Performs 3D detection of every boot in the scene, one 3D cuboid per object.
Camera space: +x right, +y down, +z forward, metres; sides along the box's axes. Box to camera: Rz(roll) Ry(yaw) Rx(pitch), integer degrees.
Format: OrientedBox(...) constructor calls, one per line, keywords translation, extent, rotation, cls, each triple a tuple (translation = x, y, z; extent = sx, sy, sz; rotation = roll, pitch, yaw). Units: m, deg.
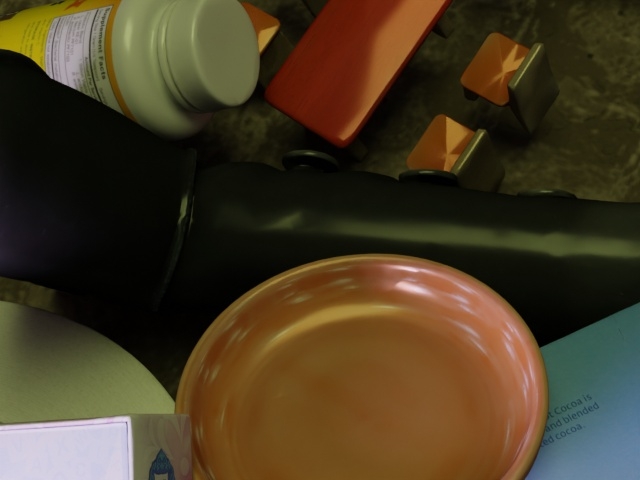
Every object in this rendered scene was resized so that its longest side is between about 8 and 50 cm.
OrientedBox(translation=(0.000, 0.000, 1.033), extent=(0.445, 0.367, 0.146), rotation=(12, 88, 11), cls="boot")

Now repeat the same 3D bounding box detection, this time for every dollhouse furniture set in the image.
OrientedBox(translation=(0.060, -0.190, 1.230), extent=(0.262, 0.135, 0.259), rotation=(32, 83, 20), cls="dollhouse furniture set")

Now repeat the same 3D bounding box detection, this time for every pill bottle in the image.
OrientedBox(translation=(-0.155, -0.125, 1.213), extent=(0.215, 0.117, 0.117), rotation=(-6, 52, 32), cls="pill bottle")

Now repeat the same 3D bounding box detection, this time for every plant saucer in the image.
OrientedBox(translation=(0.022, 0.092, 0.879), extent=(0.200, 0.037, 0.200), rotation=(-5, 48, 6), cls="plant saucer")

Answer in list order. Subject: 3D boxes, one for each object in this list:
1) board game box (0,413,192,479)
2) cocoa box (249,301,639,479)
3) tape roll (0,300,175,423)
OrientedBox(translation=(-0.213, 0.257, 0.861), extent=(0.318, 0.066, 0.318), rotation=(-5, 83, 24), cls="board game box")
OrientedBox(translation=(0.122, 0.223, 0.933), extent=(0.347, 0.231, 0.228), rotation=(-23, 54, -11), cls="cocoa box")
OrientedBox(translation=(-0.256, 0.218, 1.062), extent=(0.392, 0.072, 0.392), rotation=(-2, 57, 3), cls="tape roll")
